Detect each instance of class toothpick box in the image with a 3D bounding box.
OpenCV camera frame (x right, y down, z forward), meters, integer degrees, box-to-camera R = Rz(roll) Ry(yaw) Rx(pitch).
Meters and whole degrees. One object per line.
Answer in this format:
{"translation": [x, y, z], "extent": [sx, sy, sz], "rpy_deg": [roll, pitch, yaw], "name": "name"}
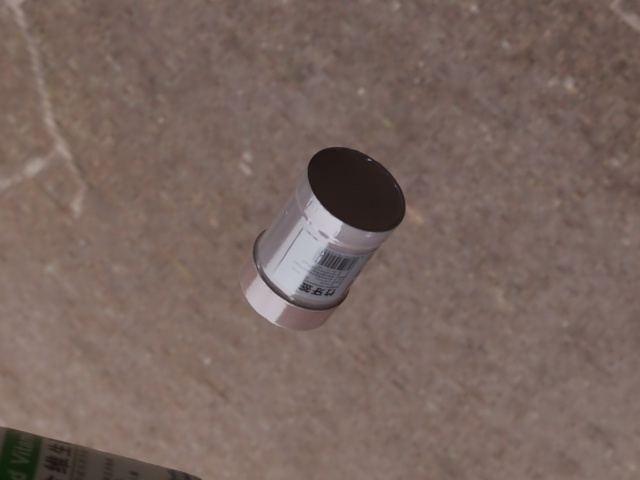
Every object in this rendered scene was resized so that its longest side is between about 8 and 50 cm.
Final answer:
{"translation": [0.000, 0.000, 1.465], "extent": [0.098, 0.098, 0.149], "rpy_deg": [39, 132, 5], "name": "toothpick box"}

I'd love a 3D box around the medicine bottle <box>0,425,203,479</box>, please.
{"translation": [-0.195, 0.182, 0.996], "extent": [0.237, 0.139, 0.139], "rpy_deg": [16, 152, -8], "name": "medicine bottle"}
